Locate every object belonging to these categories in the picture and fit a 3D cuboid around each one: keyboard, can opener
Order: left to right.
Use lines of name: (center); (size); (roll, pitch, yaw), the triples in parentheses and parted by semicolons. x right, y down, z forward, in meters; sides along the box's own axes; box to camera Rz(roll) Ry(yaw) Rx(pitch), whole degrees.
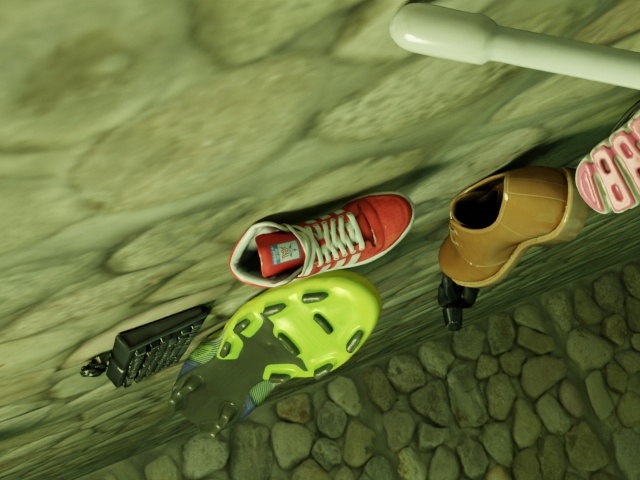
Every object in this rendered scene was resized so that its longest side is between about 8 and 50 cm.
keyboard: (-0.153, 0.100, 0.793); (0.108, 0.023, 0.180); (-19, 168, -20)
can opener: (0.194, 0.072, 1.275); (0.059, 0.073, 0.186); (-15, 160, 0)

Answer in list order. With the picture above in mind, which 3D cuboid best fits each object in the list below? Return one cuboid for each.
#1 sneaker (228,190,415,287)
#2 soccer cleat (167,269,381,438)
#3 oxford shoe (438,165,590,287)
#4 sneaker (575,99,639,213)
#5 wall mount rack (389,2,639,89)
sneaker: (0.000, 0.000, 0.567); (0.118, 0.042, 0.067); (-23, 173, 11)
soccer cleat: (-0.043, 0.086, 0.852); (0.289, 0.093, 0.121); (-39, -169, 43)
oxford shoe: (0.132, -0.015, 0.746); (0.076, 0.076, 0.212); (8, 160, -12)
sneaker: (0.246, -0.086, 0.614); (0.170, 0.063, 0.075); (-43, 177, 35)
wall mount rack: (0.181, -0.107, 0.227); (0.304, 0.131, 0.350); (-26, 169, -2)
